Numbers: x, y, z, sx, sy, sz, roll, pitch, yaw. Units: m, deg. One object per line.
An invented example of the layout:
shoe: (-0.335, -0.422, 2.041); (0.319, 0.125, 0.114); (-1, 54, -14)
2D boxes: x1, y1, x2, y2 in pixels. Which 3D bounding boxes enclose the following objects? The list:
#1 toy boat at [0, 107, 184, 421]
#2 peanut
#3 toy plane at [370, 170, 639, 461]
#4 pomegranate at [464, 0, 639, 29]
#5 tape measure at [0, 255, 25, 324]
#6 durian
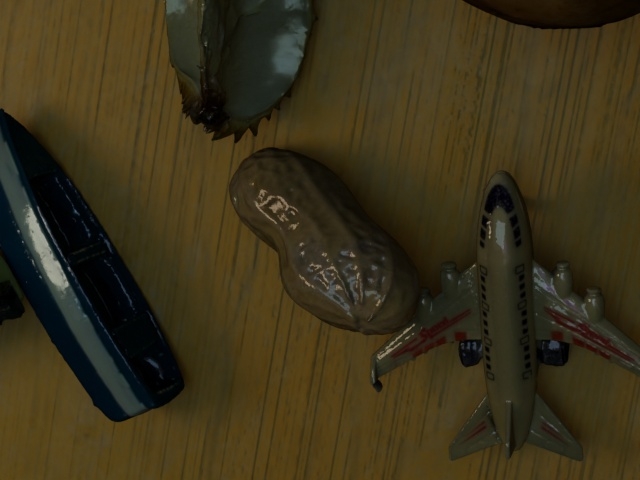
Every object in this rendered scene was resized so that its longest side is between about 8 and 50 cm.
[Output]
toy boat: (-0.225, 0.023, 1.676); (0.062, 0.096, 0.299); (-30, 89, 23)
peanut: (0.000, 0.000, 1.606); (0.098, 0.090, 0.214); (-40, 60, 2)
toy plane: (0.158, 0.066, 1.596); (0.242, 0.104, 0.256); (0, 98, 14)
pomegranate: (0.203, -0.310, 1.433); (0.322, 0.322, 0.322); (2, 98, 11)
tape measure: (-0.367, 0.035, 1.689); (0.200, 0.106, 0.175); (-34, 80, 43)
durian: (-0.088, -0.208, 1.588); (0.144, 0.139, 0.252); (17, 116, 16)
